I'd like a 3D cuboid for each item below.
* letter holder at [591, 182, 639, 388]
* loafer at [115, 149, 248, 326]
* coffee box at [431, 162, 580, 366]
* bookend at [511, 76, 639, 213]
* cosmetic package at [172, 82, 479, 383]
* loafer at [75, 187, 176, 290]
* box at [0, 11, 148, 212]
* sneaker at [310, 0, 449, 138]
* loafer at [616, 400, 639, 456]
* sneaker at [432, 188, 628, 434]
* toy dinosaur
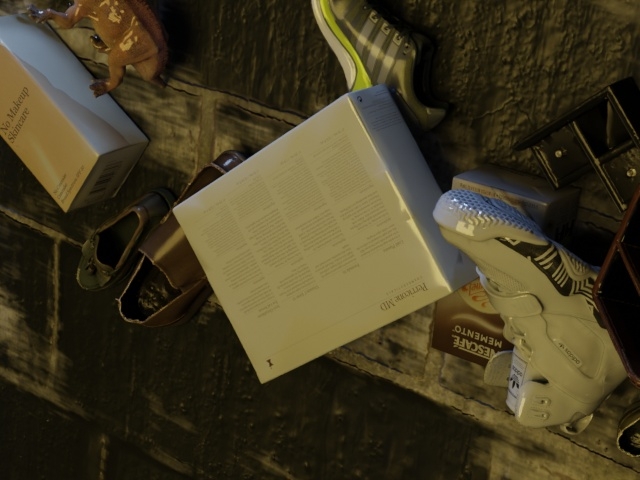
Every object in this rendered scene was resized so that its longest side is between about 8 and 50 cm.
[{"bbox_3d":[0.476,0.082,1.381,0.301,0.214,0.152,14,117,-8],"label":"letter holder"},{"bbox_3d":[-0.202,0.019,1.988,0.134,0.130,0.366,43,125,17],"label":"loafer"},{"bbox_3d":[0.242,0.039,1.695,0.141,0.098,0.247,18,115,32],"label":"coffee box"},{"bbox_3d":[0.348,-0.094,1.593,0.157,0.072,0.156,-31,86,39],"label":"bookend"},{"bbox_3d":[0.000,0.000,1.743,0.377,0.097,0.284,-29,85,40],"label":"cosmetic package"},{"bbox_3d":[-0.338,0.003,2.110,0.267,0.084,0.096,-41,80,37],"label":"loafer"},{"bbox_3d":[-0.439,-0.213,2.091,0.311,0.121,0.148,47,126,14],"label":"box"},{"bbox_3d":[0.083,-0.270,1.721,0.121,0.111,0.300,-19,98,28],"label":"sneaker"},{"bbox_3d":[0.477,0.231,1.594,0.251,0.087,0.094,-24,90,38],"label":"loafer"},{"bbox_3d":[0.248,0.098,1.555,0.210,0.365,0.137,-56,25,9],"label":"sneaker"},{"bbox_3d":[-0.284,-0.331,1.891,0.200,0.127,0.296,-20,123,24],"label":"toy dinosaur"}]
